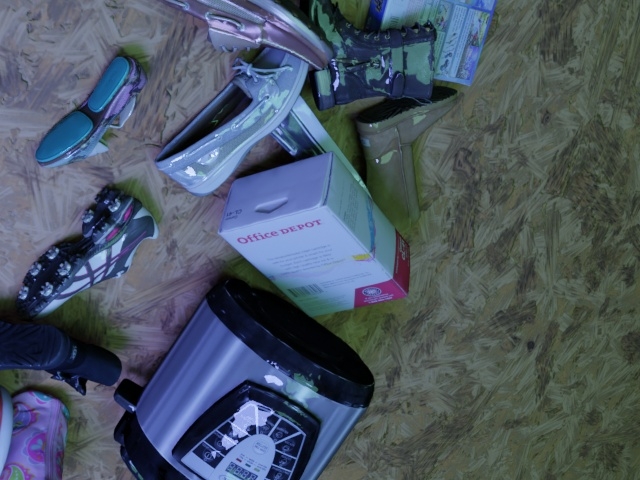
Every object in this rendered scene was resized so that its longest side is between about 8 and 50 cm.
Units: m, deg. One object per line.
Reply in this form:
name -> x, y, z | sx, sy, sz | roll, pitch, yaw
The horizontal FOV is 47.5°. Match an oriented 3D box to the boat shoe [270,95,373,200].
boat shoe -> -0.008, -0.136, 1.344 | 0.105, 0.113, 0.306 | -39, 125, 0

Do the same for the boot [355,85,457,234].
boot -> 0.177, -0.157, 1.470 | 0.236, 0.089, 0.269 | -22, 126, -16

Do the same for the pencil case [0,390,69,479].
pencil case -> -0.480, 0.384, 1.209 | 0.124, 0.284, 0.124 | -8, 124, -12

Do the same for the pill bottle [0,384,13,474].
pill bottle -> -0.677, 0.287, 1.087 | 0.363, 0.210, 0.210 | 23, 100, -37

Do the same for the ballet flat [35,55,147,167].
ballet flat -> -0.348, -0.188, 1.141 | 0.221, 0.077, 0.079 | -50, 148, 0

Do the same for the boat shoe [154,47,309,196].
boat shoe -> -0.143, -0.220, 1.218 | 0.320, 0.118, 0.103 | -47, 133, 7

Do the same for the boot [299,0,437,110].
boot -> 0.088, -0.351, 1.260 | 0.229, 0.091, 0.263 | -12, 115, -7

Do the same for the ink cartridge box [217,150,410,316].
ink cartridge box -> 0.000, 0.000, 1.328 | 0.226, 0.131, 0.306 | -13, 138, 29

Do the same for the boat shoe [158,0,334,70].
boat shoe -> -0.131, -0.352, 1.129 | 0.324, 0.123, 0.116 | 30, 111, -12

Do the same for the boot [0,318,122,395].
boot -> -0.482, 0.196, 1.219 | 0.207, 0.246, 0.094 | 62, 32, -64

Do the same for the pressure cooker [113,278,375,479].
pressure cooker -> -0.144, 0.331, 1.338 | 0.420, 0.370, 0.375 | -55, 145, 5

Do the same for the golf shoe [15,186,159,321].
golf shoe -> -0.385, 0.043, 1.213 | 0.273, 0.105, 0.120 | -46, 136, -3

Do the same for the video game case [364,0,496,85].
video game case -> 0.213, -0.443, 1.353 | 0.244, 0.061, 0.270 | 3, 112, -31
